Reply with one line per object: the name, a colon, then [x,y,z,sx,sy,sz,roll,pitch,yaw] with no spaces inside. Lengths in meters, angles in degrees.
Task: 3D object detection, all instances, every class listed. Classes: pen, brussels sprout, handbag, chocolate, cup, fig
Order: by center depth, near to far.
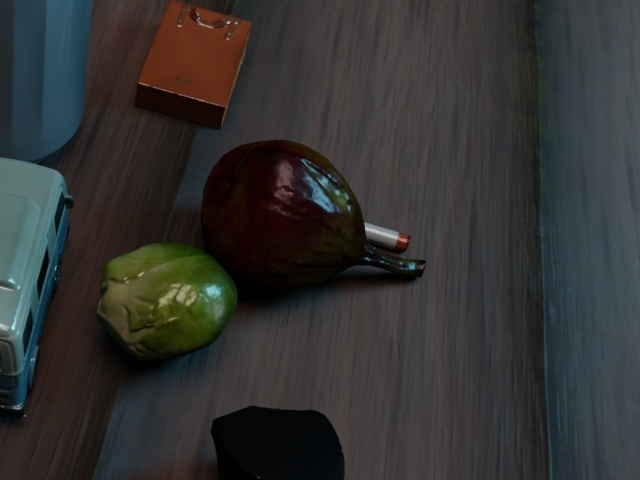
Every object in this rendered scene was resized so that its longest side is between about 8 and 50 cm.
chocolate: [-0.043,0.234,1.094,0.148,0.080,0.125,25,35,14]
brussels sprout: [-0.167,0.071,1.172,0.155,0.117,0.155,-6,45,6]
cup: [-0.410,-0.233,1.217,0.236,0.327,0.323,31,47,9]
fig: [0.003,-0.033,1.280,0.290,0.191,0.191,-1,50,-17]
pen: [0.010,-0.025,1.371,0.218,0.026,0.026,16,47,-3]
handbag: [-0.177,-0.253,1.491,0.127,0.063,0.190,15,50,-4]

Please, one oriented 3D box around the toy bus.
toy bus: [-0.346,0.031,1.115,0.133,0.165,0.271,10,48,-9]
